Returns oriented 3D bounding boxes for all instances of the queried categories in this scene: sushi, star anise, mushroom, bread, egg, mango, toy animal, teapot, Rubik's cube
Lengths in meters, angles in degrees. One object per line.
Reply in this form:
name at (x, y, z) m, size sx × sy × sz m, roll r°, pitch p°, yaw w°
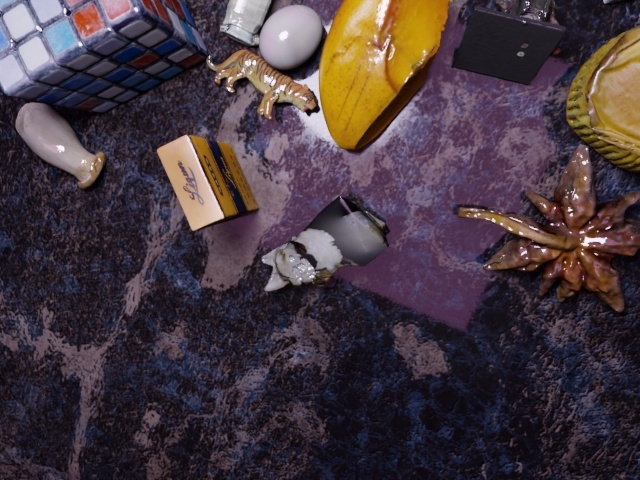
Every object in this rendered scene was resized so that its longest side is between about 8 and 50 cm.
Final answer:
sushi at (0.003, 0.019, 0.990) m, size 0.273 × 0.109 × 0.134 m, roll -37°, pitch 95°, yaw 26°
star anise at (0.454, -0.004, 0.905) m, size 0.292 × 0.109 × 0.349 m, roll -45°, pitch 89°, yaw 7°
mushroom at (-0.553, -0.204, 1.044) m, size 0.212 × 0.088 × 0.097 m, roll 40°, pitch 69°, yaw -4°
bread at (0.569, -0.241, 0.839) m, size 0.253 × 0.142 × 0.227 m, roll 31°, pitch 100°, yaw 1°
egg at (-0.055, -0.386, 0.930) m, size 0.135 × 0.103 × 0.103 m, roll -43°, pitch 90°, yaw -9°
mango at (0.109, -0.330, 0.886) m, size 0.199 × 0.201 × 0.350 m, roll 43°, pitch 114°, yaw 38°
toy animal at (-0.120, -0.313, 0.981) m, size 0.241 × 0.057 × 0.099 m, roll 37°, pitch 95°, yaw 4°
teapot at (-0.113, -0.476, 0.948) m, size 0.107 × 0.077 × 0.200 m, roll 18°, pitch 102°, yaw -25°
Rubik's cube at (-0.427, -0.432, 0.889) m, size 0.287 × 0.293 × 0.291 m, roll -24°, pitch 92°, yaw 11°

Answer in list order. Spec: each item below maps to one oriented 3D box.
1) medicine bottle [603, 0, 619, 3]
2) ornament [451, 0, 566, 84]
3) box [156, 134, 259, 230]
medicine bottle at (0.559, -0.454, 0.842) m, size 0.118 × 0.074 × 0.055 m, roll -9°, pitch 96°, yaw 9°
ornament at (0.358, -0.418, 0.882) m, size 0.166 × 0.153 × 0.196 m, roll 17°, pitch 76°, yaw 5°
box at (-0.201, -0.109, 0.925) m, size 0.070 × 0.237 × 0.152 m, roll -23°, pitch 94°, yaw 8°
